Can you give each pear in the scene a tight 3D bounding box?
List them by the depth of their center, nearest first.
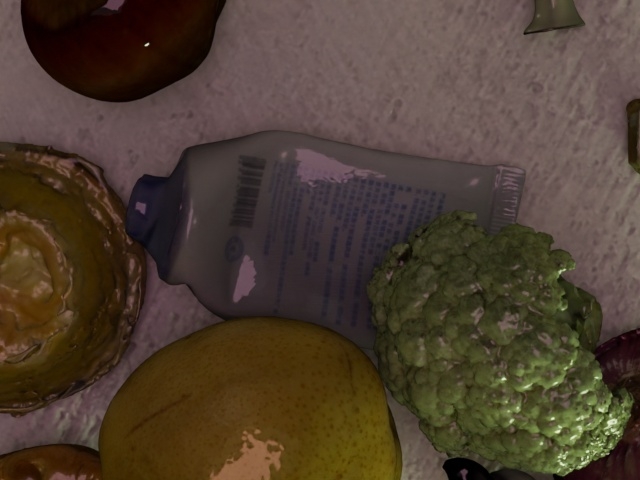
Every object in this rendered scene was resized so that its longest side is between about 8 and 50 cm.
[{"bbox_3d":[-0.069,0.228,1.646,0.314,0.314,0.314,0,93,1],"label":"pear"}]

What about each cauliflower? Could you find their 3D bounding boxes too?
[{"bbox_3d":[0.192,0.097,1.652,0.272,0.250,0.275,-5,97,40],"label":"cauliflower"}]

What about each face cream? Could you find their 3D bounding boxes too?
[{"bbox_3d":[0.000,0.000,1.721,0.420,0.137,0.235,10,94,-8],"label":"face cream"}]

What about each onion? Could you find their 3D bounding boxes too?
[{"bbox_3d":[0.355,0.211,1.691,0.230,0.230,0.163,-41,127,3],"label":"onion"}]

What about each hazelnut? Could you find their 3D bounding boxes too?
[{"bbox_3d":[-0.190,-0.264,1.665,0.217,0.217,0.251,25,70,0],"label":"hazelnut"}]

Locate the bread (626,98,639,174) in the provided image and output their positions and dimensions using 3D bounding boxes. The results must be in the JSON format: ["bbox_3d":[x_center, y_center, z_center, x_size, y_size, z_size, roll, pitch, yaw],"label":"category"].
[{"bbox_3d":[0.357,-0.113,1.738,0.049,0.033,0.088,-6,97,-13],"label":"bread"}]

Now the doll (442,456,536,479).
[{"bbox_3d":[0.219,0.320,1.669,0.117,0.257,0.182,-29,111,-15],"label":"doll"}]

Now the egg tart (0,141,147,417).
[{"bbox_3d":[-0.341,0.041,1.720,0.315,0.120,0.315,0,94,0],"label":"egg tart"}]

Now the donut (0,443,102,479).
[{"bbox_3d":[-0.297,0.325,1.738,0.226,0.114,0.227,0,93,1],"label":"donut"}]

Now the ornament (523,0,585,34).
[{"bbox_3d":[0.242,-0.303,1.712,0.075,0.081,0.156,-11,97,-32],"label":"ornament"}]
